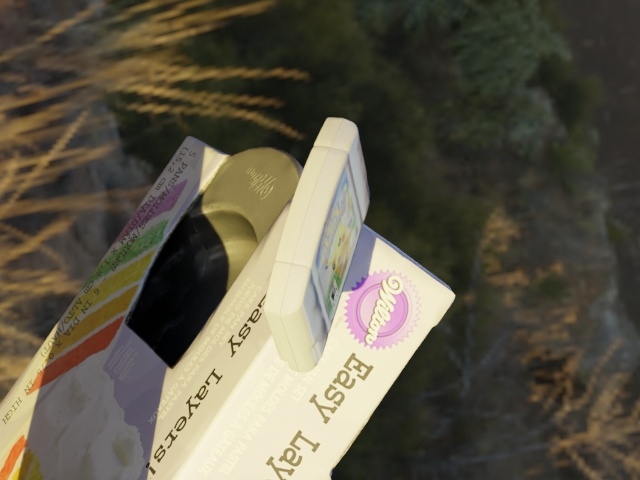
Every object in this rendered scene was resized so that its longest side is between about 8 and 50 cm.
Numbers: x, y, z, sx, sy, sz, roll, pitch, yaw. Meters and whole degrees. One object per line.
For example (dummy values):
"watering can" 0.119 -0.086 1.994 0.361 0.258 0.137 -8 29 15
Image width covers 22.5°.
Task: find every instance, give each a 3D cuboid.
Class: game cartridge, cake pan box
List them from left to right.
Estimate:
"cake pan box" -0.074 0.081 0.768 0.070 0.267 0.246 36 -2 -26
"game cartridge" 0.000 0.000 0.585 0.056 0.017 0.083 69 34 -57
